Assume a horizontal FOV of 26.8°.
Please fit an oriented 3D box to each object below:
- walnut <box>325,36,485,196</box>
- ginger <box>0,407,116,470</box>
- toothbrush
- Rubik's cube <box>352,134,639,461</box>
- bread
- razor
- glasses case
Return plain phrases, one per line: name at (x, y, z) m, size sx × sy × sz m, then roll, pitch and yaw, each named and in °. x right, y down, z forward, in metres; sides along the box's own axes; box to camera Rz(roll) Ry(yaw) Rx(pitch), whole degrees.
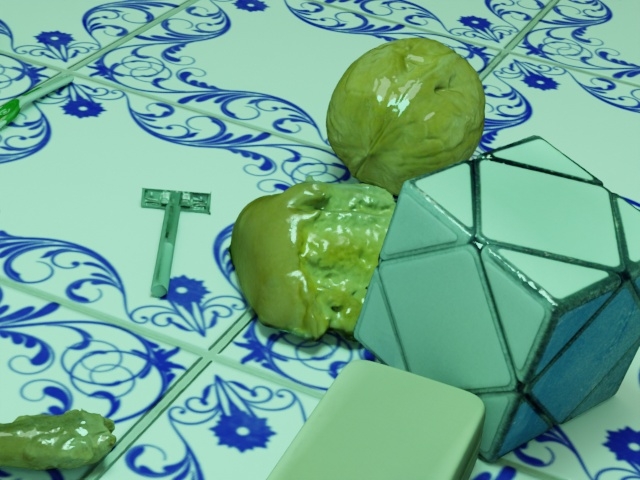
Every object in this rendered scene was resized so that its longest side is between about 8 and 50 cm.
walnut at (0.109, -0.153, 1.688) m, size 0.193 × 0.193 × 0.225 m, roll 17°, pitch 41°, yaw 16°
ginger at (-0.265, 0.171, 1.174) m, size 0.173 × 0.051 × 0.069 m, roll 9°, pitch 27°, yaw -1°
toothbrush at (-0.405, -0.165, 1.748) m, size 0.030 × 0.030 × 0.304 m, roll 16°, pitch 29°, yaw 15°
Rubik's cube at (0.187, 0.051, 1.295) m, size 0.205 × 0.205 × 0.207 m, roll -21°, pitch 51°, yaw -39°
bread at (0.003, -0.004, 1.446) m, size 0.174 × 0.133 × 0.251 m, roll 0°, pitch 30°, yaw -19°
razor at (-0.170, -0.005, 1.509) m, size 0.084 × 0.035 × 0.211 m, roll 3°, pitch 30°, yaw -2°
glasses case at (0.028, 0.226, 1.114) m, size 0.144 × 0.076 × 0.336 m, roll 17°, pitch 32°, yaw 16°
